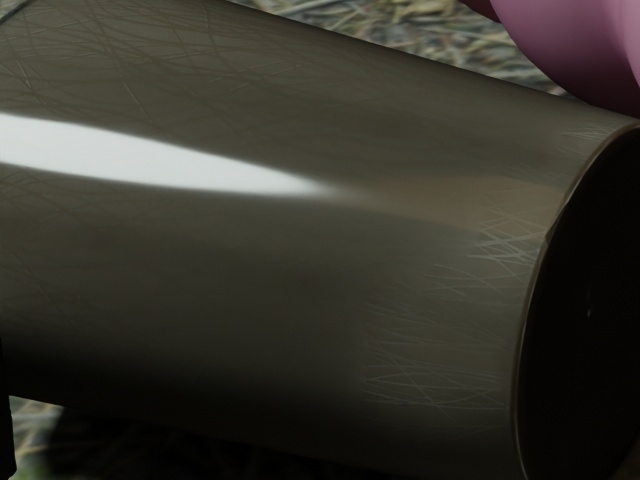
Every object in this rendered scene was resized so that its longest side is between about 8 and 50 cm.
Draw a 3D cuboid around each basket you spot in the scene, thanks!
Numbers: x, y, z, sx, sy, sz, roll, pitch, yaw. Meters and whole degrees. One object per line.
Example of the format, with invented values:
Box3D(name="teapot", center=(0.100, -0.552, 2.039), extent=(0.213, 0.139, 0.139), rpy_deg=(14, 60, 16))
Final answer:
Box3D(name="basket", center=(0.000, 0.000, 0.629), extent=(0.227, 0.154, 0.204), rpy_deg=(14, 32, 31))

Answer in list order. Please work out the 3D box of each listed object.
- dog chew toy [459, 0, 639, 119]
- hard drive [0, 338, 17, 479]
Box3D(name="dog chew toy", center=(0.135, -0.136, 0.663), extent=(0.207, 0.206, 0.332), rpy_deg=(-17, 38, -6))
Box3D(name="hard drive", center=(-0.245, 0.097, 0.462), extent=(0.237, 0.064, 0.339), rpy_deg=(-2, 15, 12))
